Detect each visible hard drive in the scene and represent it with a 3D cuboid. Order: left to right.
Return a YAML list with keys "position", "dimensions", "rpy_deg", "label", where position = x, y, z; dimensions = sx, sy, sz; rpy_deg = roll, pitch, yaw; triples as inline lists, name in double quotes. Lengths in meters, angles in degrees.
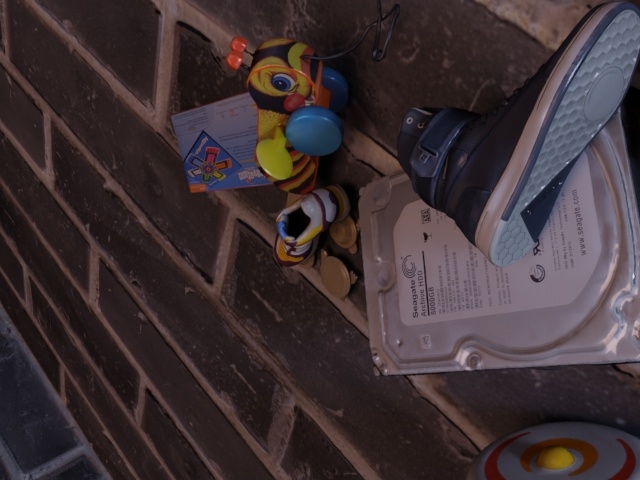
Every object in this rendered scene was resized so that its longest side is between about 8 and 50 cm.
- position: [0.172, 0.013, 0.636]
  dimensions: [0.339, 0.064, 0.236]
  rpy_deg: [-19, 71, 52]
  label: "hard drive"

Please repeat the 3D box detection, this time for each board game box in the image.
- position: [-0.149, -0.156, 1.019]
  dimensions: [0.281, 0.027, 0.145]
  rpy_deg: [1, 106, 49]
  label: "board game box"

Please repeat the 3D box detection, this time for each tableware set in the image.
- position: [0.000, 0.000, 0.926]
  dimensions: [0.169, 0.020, 0.141]
  rpy_deg: [34, 129, 36]
  label: "tableware set"

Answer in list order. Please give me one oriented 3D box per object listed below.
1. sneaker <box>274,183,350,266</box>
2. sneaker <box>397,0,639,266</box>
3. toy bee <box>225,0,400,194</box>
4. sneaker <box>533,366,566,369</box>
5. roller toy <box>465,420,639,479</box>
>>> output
- position: [-0.037, -0.015, 0.879]
  dimensions: [0.069, 0.084, 0.185]
  rpy_deg: [58, 139, 16]
  label: "sneaker"
- position: [0.156, -0.115, 0.547]
  dimensions: [0.163, 0.086, 0.226]
  rpy_deg: [50, 124, 44]
  label: "sneaker"
- position: [-0.040, -0.187, 0.771]
  dimensions: [0.195, 0.162, 0.298]
  rpy_deg: [-89, 18, -56]
  label: "toy bee"
- position: [0.199, 0.121, 0.705]
  dimensions: [0.167, 0.076, 0.064]
  rpy_deg: [3, 110, 49]
  label: "sneaker"
- position: [0.250, 0.274, 0.630]
  dimensions: [0.191, 0.209, 0.146]
  rpy_deg: [-9, 99, 40]
  label: "roller toy"
